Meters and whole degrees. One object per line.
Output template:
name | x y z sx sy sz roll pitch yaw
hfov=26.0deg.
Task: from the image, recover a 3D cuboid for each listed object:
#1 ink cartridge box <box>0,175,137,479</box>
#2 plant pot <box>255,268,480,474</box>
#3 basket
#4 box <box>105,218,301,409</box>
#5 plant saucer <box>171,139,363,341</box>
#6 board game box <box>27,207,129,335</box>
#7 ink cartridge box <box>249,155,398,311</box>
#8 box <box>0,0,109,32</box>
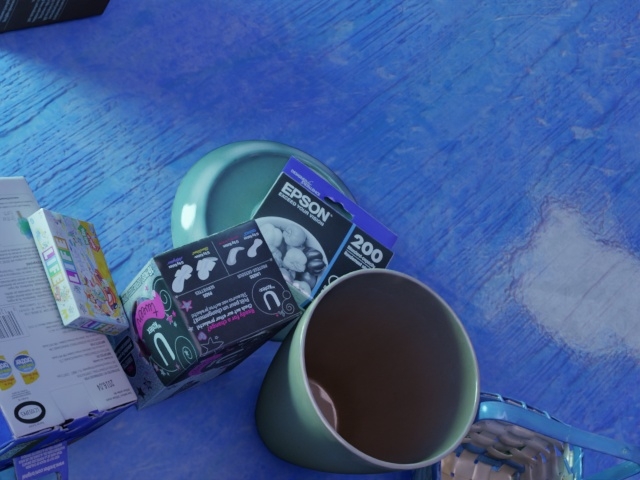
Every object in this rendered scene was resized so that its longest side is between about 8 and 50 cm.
ink cartridge box | -0.391 0.128 1.650 0.395 0.151 0.270 60 22 9
plant pot | 0.029 0.203 1.821 0.256 0.274 0.257 11 64 -24
basket | 0.257 0.304 1.885 0.254 0.289 0.201 22 60 -19
box | -0.162 0.102 1.785 0.163 0.247 0.142 -22 78 -32
plant saucer | -0.060 -0.010 2.013 0.317 0.043 0.318 11 63 -23
board game box | -0.301 0.040 1.728 0.103 0.026 0.154 20 43 -60
ink cartridge box | 0.000 0.000 1.987 0.206 0.045 0.208 36 55 -8
box | -0.399 -0.409 1.939 0.203 0.168 0.167 -17 76 -32
